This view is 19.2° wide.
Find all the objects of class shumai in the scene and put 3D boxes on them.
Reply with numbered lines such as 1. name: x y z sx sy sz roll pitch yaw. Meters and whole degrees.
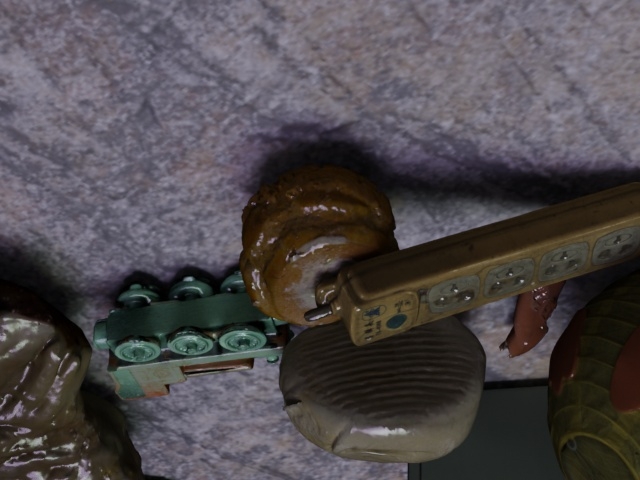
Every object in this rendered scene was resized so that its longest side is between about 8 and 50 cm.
1. shumai: -0.309 0.139 1.695 0.346 0.217 0.283 6 113 -18

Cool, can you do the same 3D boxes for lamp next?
1. lamp: 0.325 0.125 1.541 0.284 0.250 0.250 -30 150 -26

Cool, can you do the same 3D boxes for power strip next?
1. power strip: 0.134 0.019 1.479 0.305 0.044 0.064 -16 145 -11

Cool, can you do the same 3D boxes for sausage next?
1. sausage: 0.184 0.044 1.594 0.042 0.036 0.158 -2 141 -13

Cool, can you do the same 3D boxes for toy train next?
1. toy train: -0.105 0.083 1.646 0.176 0.074 0.118 -8 149 6

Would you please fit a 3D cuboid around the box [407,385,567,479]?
1. box: 0.208 0.240 1.772 0.225 0.117 0.225 -5 141 9

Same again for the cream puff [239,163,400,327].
1. cream puff: -0.004 -0.002 1.503 0.126 0.103 0.144 -6 146 -15

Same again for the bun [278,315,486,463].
1. bun: 0.052 0.130 1.612 0.173 0.166 0.113 13 134 13
